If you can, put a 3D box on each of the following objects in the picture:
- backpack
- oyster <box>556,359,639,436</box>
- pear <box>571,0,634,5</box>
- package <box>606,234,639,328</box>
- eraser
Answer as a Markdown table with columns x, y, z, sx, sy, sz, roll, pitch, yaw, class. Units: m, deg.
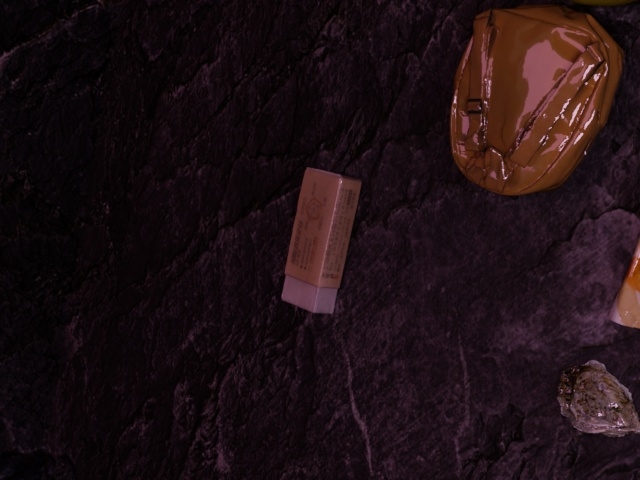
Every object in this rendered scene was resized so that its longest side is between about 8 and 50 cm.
| x | y | z | sx | sy | sz | roll | pitch | yaw | class |
| --- | --- | --- | --- | --- | --- | --- | --- | --- | --- |
| 0.404 | -0.271 | 1.860 | 0.353 | 0.201 | 0.378 | 40 | 111 | 42 | backpack |
| 0.508 | 0.299 | 1.765 | 0.125 | 0.064 | 0.177 | -38 | 46 | 21 | oyster |
| 0.528 | -0.546 | 1.729 | 0.307 | 0.253 | 0.253 | 7 | 89 | 45 | pear |
| 0.623 | 0.006 | 1.603 | 0.165 | 0.221 | 0.311 | 22 | 101 | 27 | package |
| 0.000 | 0.000 | 2.362 | 0.144 | 0.078 | 0.343 | 19 | 99 | 48 | eraser |
